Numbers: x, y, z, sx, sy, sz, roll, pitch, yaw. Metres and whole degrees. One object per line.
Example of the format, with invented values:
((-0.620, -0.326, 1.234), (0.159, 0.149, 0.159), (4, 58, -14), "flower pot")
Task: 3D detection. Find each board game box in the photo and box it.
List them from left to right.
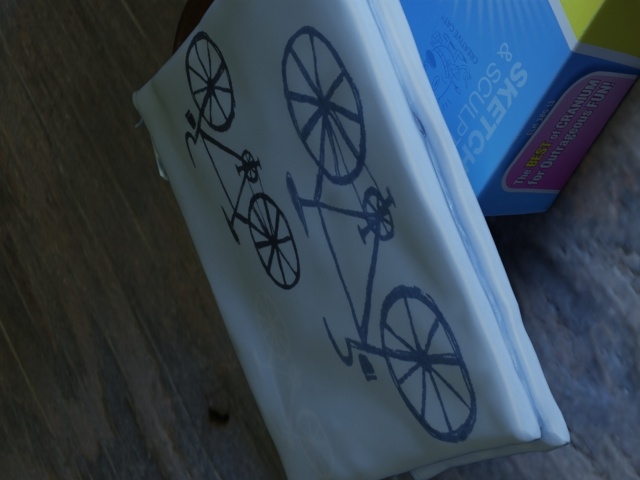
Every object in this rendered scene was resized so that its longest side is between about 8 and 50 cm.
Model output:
((0.110, -0.206, 0.852), (0.242, 0.064, 0.316), (58, 136, 32), "board game box")

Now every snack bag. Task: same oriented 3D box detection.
((0.000, 0.000, 0.988), (0.323, 0.037, 0.342), (67, 153, 6), "snack bag")

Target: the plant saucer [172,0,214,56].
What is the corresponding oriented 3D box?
((-0.050, -0.110, 1.108), (0.198, 0.036, 0.198), (11, 103, 52), "plant saucer")
